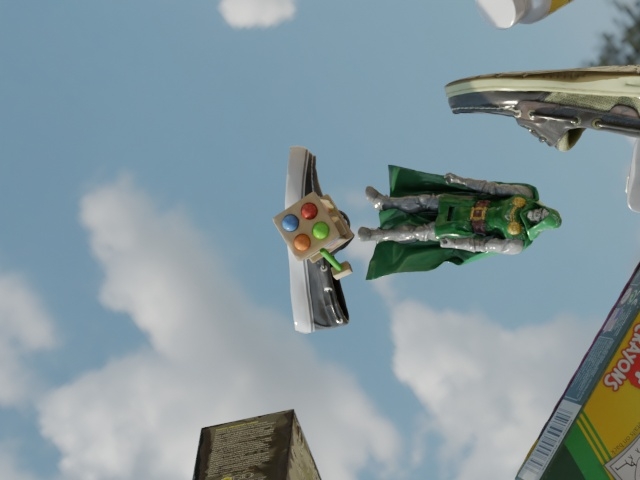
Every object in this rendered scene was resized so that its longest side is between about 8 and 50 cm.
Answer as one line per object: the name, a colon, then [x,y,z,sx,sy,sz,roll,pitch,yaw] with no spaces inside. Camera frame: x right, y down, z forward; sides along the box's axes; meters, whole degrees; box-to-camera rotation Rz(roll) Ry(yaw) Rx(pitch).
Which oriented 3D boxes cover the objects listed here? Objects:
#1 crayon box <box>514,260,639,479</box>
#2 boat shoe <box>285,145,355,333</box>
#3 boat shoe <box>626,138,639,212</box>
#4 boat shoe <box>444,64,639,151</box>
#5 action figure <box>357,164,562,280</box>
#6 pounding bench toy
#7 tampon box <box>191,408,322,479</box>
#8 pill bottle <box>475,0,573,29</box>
crayon box: [0.452,0.203,1.997,0.313,0.363,0.106,31,176,-7]
boat shoe: [0.001,0.001,1.967,0.080,0.076,0.228,-83,-9,-69]
boat shoe: [0.306,-0.077,1.624,0.035,0.100,0.035,5,-153,-4]
boat shoe: [0.214,-0.114,1.532,0.080,0.223,0.073,-17,-76,-61]
action figure: [0.152,-0.024,1.859,0.063,0.232,0.137,27,-112,-54]
pounding bench toy: [0.000,0.000,1.746,0.083,0.052,0.065,59,-168,8]
tampon box: [-0.060,0.263,1.677,0.161,0.101,0.120,-83,-23,-59]
pill bottle: [0.193,-0.231,1.552,0.116,0.065,0.065,-31,-95,-33]
